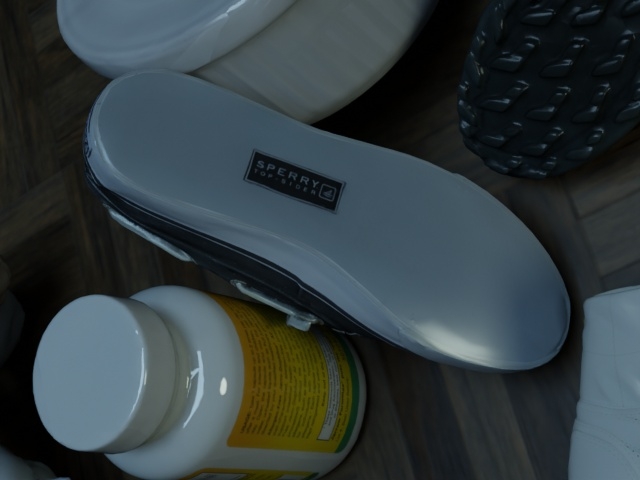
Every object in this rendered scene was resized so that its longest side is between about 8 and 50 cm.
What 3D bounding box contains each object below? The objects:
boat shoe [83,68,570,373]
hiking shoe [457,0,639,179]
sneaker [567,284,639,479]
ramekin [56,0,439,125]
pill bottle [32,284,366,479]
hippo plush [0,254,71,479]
[{"bbox_3d":[-0.002,0.004,0.719,0.105,0.306,0.113,127,161,-65],"label":"boat shoe"},{"bbox_3d":[0.187,-0.165,0.686,0.113,0.132,0.304,36,123,11],"label":"hiking shoe"},{"bbox_3d":[0.255,0.081,0.575,0.293,0.108,0.169,-1,82,36],"label":"sneaker"},{"bbox_3d":[-0.034,-0.190,0.782,0.273,0.127,0.272,-24,46,27],"label":"ramekin"},{"bbox_3d":[-0.071,0.091,0.735,0.118,0.208,0.117,-8,75,33],"label":"pill bottle"},{"bbox_3d":[-0.267,0.138,0.865,0.236,0.294,0.234,40,72,15],"label":"hippo plush"}]
